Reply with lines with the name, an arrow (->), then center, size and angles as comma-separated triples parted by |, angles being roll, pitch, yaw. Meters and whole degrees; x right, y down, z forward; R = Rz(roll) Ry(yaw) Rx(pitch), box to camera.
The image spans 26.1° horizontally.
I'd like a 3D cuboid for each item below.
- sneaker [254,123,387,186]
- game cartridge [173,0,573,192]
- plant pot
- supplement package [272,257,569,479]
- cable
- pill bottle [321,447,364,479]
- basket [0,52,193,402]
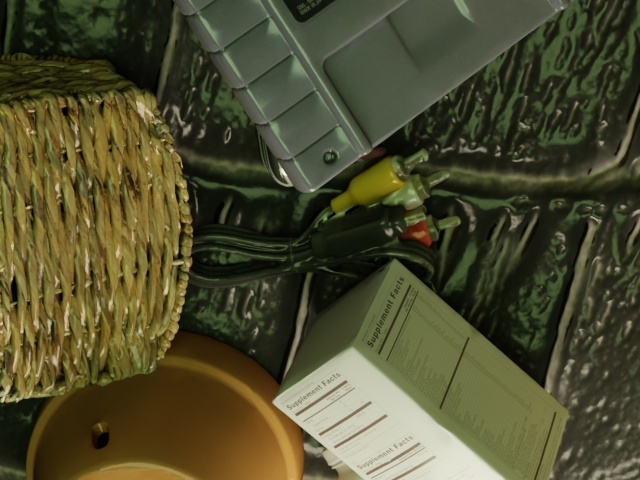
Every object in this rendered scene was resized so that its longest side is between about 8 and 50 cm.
sneaker -> 0.009, -0.198, 1.285 | 0.162, 0.106, 0.281 | -11, 110, -9
game cartridge -> 0.064, -0.234, 1.209 | 0.355, 0.068, 0.230 | -37, 110, -12
plant pot -> -0.163, 0.259, 1.381 | 0.290, 0.203, 0.291 | 0, 108, 1
supplement package -> 0.100, 0.162, 1.353 | 0.244, 0.139, 0.134 | 41, 133, -11
cable -> 0.000, 0.000, 1.378 | 0.287, 0.072, 0.139 | -14, 129, 20
pill bottle -> 0.070, 0.268, 1.420 | 0.087, 0.087, 0.160 | -33, 84, 12
basket -> -0.260, -0.028, 1.343 | 0.213, 0.223, 0.299 | -11, 112, -29
